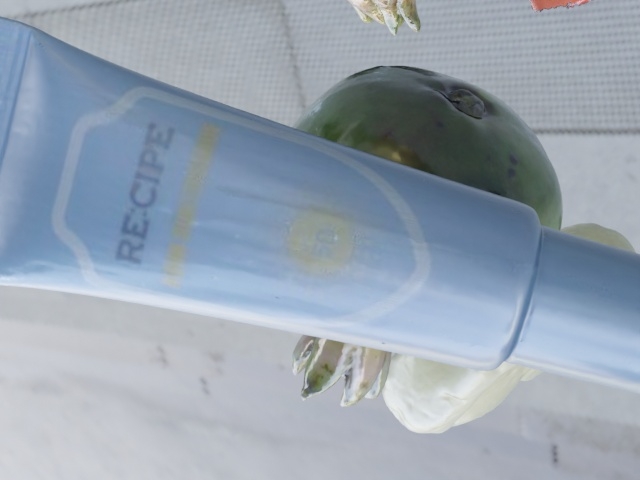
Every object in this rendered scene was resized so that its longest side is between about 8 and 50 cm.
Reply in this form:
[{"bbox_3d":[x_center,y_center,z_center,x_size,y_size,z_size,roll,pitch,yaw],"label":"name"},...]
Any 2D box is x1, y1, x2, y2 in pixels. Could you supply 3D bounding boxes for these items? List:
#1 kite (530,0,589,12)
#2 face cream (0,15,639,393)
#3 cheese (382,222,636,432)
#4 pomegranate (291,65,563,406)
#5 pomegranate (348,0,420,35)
[{"bbox_3d":[0.152,-0.098,0.504,0.189,0.009,0.232,-8,97,34],"label":"kite"},{"bbox_3d":[0.000,0.000,0.773,0.385,0.136,0.086,15,-174,-2],"label":"face cream"},{"bbox_3d":[0.169,0.081,1.402,0.093,0.263,0.159,48,143,18],"label":"cheese"},{"bbox_3d":[0.046,0.004,0.960,0.187,0.187,0.225,34,116,21],"label":"pomegranate"},{"bbox_3d":[0.053,-0.349,1.539,0.222,0.204,0.276,-1,159,6],"label":"pomegranate"}]
